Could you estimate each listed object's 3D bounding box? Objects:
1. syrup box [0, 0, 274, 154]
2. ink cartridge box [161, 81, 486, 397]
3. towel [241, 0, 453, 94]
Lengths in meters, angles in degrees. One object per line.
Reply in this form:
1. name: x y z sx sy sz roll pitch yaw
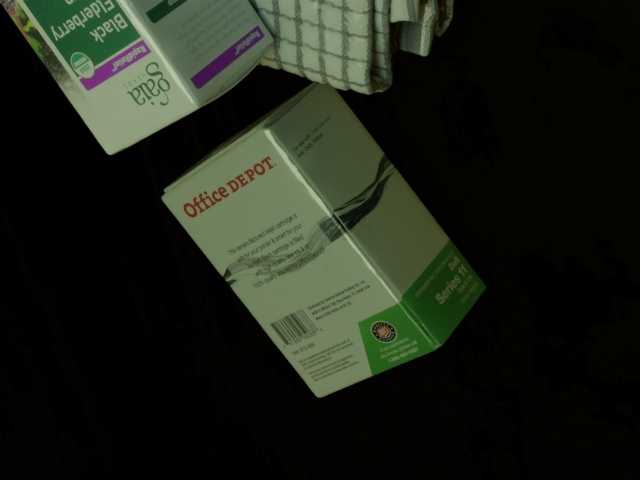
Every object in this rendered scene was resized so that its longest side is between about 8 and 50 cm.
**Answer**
1. syrup box: -0.143 -0.181 0.900 0.093 0.096 0.237 -22 106 43
2. ink cartridge box: 0.000 0.000 1.116 0.153 0.087 0.208 -27 104 47
3. towel: -0.030 -0.252 0.921 0.235 0.121 0.284 17 130 26
